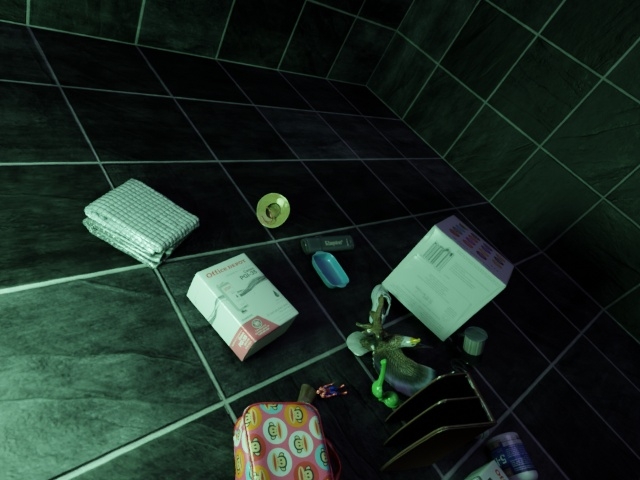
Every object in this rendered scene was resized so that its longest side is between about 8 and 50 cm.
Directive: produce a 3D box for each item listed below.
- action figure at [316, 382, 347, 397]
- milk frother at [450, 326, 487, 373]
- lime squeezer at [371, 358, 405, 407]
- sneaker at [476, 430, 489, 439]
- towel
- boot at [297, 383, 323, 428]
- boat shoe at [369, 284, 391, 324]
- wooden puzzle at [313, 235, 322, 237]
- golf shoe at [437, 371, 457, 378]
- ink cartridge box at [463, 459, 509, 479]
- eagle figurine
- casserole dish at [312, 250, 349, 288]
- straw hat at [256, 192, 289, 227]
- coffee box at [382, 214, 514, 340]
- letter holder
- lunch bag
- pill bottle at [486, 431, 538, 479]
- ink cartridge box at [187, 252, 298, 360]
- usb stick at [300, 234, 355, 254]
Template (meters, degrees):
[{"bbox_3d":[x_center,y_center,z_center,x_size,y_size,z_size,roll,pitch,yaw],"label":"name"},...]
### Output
[{"bbox_3d":[0.032,0.457,1.281,0.115,0.030,0.038,10,46,-40],"label":"action figure"},{"bbox_3d":[0.577,0.432,1.642,0.129,0.134,0.143,4,31,12],"label":"milk frother"},{"bbox_3d":[0.235,0.488,1.361,0.310,0.110,0.059,52,10,-26],"label":"lime squeezer"},{"bbox_3d":[0.448,0.585,1.356,0.161,0.282,0.102,-24,45,2],"label":"sneaker"},{"bbox_3d":[-0.572,-0.057,1.369,0.284,0.121,0.235,31,34,0],"label":"towel"},{"bbox_3d":[-0.023,0.482,1.224,0.106,0.037,0.114,35,31,-1],"label":"boot"},{"bbox_3d":[0.249,0.244,1.665,0.083,0.075,0.226,27,36,-9],"label":"boat shoe"},{"bbox_3d":[0.000,0.000,1.820,0.083,0.006,0.049,-6,51,-41],"label":"wooden puzzle"},{"bbox_3d":[0.444,0.539,1.456,0.077,0.094,0.198,27,38,-9],"label":"golf shoe"},{"bbox_3d":[0.456,0.779,1.166,0.273,0.114,0.197,-8,52,-43],"label":"ink cartridge box"},{"bbox_3d":[0.266,0.378,1.471,0.226,0.225,0.298,-47,117,-15],"label":"eagle figurine"},{"bbox_3d":[0.034,0.122,1.679,0.114,0.037,0.188,-7,52,-42],"label":"casserole dish"},{"bbox_3d":[-0.197,-0.121,1.758,0.144,0.144,0.061,35,-5,2],"label":"straw hat"},{"bbox_3d":[0.532,0.141,1.741,0.337,0.338,0.334,44,28,15],"label":"coffee box"},{"bbox_3d":[0.290,0.517,1.187,0.215,0.301,0.152,8,43,-30],"label":"letter holder"},{"bbox_3d":[-0.072,0.548,1.028,0.258,0.120,0.293,9,45,-25],"label":"lunch bag"},{"bbox_3d":[0.626,0.730,1.353,0.112,0.112,0.186,12,40,-27],"label":"pill bottle"},{"bbox_3d":[-0.244,0.198,1.314,0.283,0.117,0.207,45,38,16],"label":"ink cartridge box"},{"bbox_3d":[0.035,0.015,1.791,0.278,0.045,0.077,-4,66,-40],"label":"usb stick"}]
